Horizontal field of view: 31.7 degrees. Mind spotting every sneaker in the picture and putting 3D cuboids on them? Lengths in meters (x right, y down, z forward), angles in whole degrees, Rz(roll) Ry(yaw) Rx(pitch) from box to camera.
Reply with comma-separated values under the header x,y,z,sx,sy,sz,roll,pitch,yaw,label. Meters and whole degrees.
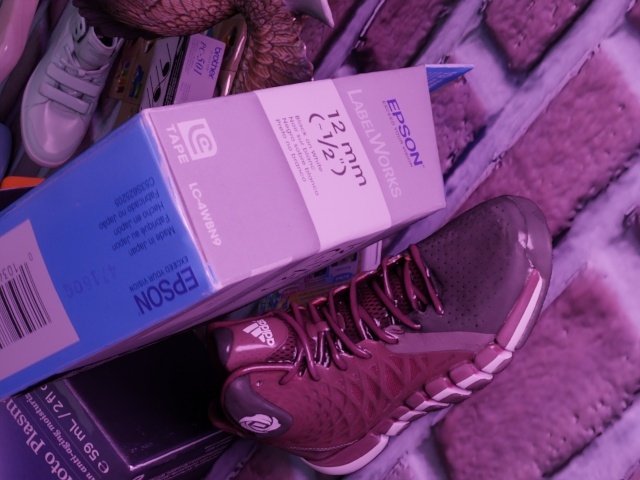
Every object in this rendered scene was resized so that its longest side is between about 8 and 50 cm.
x,y,z,sx,sy,sz,roll,pitch,yaw,label
0.018,0.064,0.757,0.281,0.162,0.106,-51,38,32,sneaker
-0.321,-0.218,1.466,0.151,0.094,0.256,11,82,70,sneaker

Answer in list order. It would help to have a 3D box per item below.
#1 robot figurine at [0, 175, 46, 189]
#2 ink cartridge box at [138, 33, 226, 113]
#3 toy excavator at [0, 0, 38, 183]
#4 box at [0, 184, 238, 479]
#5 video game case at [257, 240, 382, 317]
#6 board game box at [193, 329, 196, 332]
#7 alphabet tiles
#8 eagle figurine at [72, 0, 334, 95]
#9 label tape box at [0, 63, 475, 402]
x,y,z,sx,sy,sz,roll,pitch,yaw,label
-0.377,0.030,1.426,0.158,0.128,0.219,-21,57,43,robot figurine
-0.164,-0.117,1.216,0.097,0.046,0.207,6,82,59,ink cartridge box
-0.575,-0.210,1.814,0.445,0.222,0.433,-32,49,29,toy excavator
-0.270,0.158,1.016,0.296,0.183,0.294,48,119,17,box
0.000,0.000,0.954,0.157,0.019,0.143,-17,62,53,video game case
-0.229,0.118,1.230,0.317,0.046,0.213,-19,60,53,board game box
-0.166,-0.236,1.330,0.342,0.011,0.285,21,93,59,alphabet tiles
-0.061,-0.192,0.984,0.298,0.225,0.226,-38,52,25,eagle figurine
-0.053,-0.013,0.789,0.249,0.348,0.115,-27,83,40,label tape box
